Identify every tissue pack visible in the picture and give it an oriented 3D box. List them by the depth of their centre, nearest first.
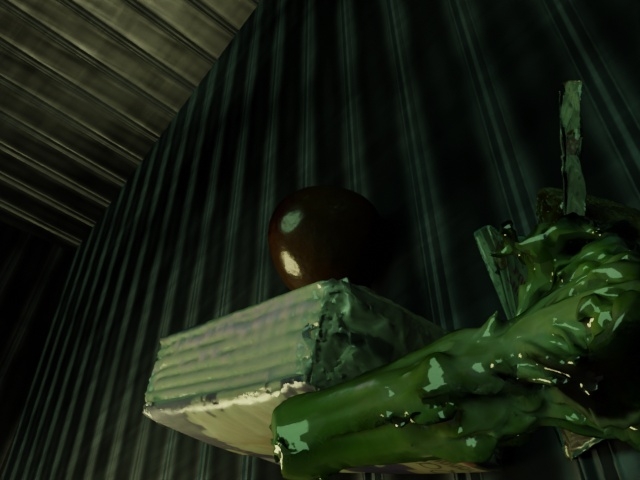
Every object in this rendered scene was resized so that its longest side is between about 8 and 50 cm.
[{"bbox_3d":[-0.006,0.160,0.697,0.344,0.242,0.125,-22,45,51],"label":"tissue pack"}]

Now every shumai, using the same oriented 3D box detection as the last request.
[{"bbox_3d":[0.236,0.005,0.601,0.124,0.099,0.087,-110,33,-74],"label":"shumai"}]

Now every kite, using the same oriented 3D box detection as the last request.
[{"bbox_3d":[0.208,0.030,0.538,0.335,0.011,0.314,-158,65,-71],"label":"kite"}]

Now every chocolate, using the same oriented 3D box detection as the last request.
[{"bbox_3d":[0.000,0.000,0.930,0.177,0.177,0.176,-41,33,35],"label":"chocolate"}]

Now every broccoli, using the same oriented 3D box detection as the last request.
[{"bbox_3d":[0.097,0.098,0.431,0.304,0.145,0.165,-21,20,23],"label":"broccoli"}]
